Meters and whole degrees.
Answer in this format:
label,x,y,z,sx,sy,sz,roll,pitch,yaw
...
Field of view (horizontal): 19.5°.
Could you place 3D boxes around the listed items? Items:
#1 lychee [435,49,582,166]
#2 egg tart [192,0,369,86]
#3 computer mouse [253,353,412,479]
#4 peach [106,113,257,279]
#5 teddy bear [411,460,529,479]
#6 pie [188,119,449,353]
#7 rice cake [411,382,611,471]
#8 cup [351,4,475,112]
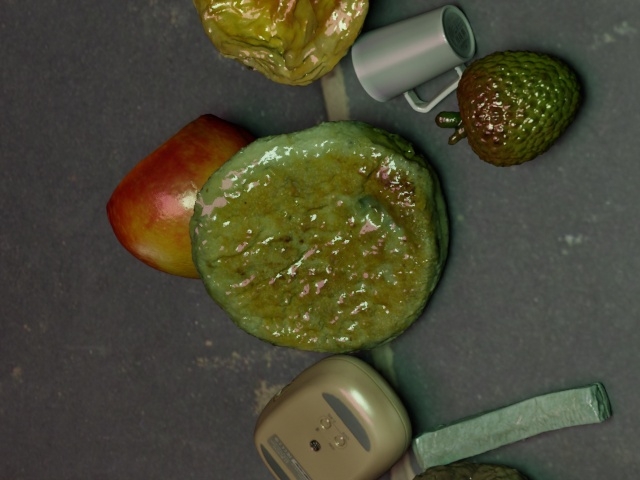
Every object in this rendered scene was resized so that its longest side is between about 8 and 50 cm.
label,x,y,z,sx,sy,sz,roll,pitch,yaw
lychee,0.185,-0.130,1.830,0.146,0.114,0.114,-22,90,18
egg tart,-0.033,-0.279,1.948,0.241,0.106,0.241,9,105,34
computer mouse,0.016,0.207,2.057,0.145,0.082,0.236,49,142,5
peach,-0.144,-0.052,2.047,0.192,0.190,0.190,28,118,33
teddy bear,0.190,0.332,1.959,0.177,0.140,0.190,27,129,55
pie,0.000,0.000,1.953,0.277,0.078,0.277,0,116,0
rice cake,0.195,0.196,1.959,0.245,0.042,0.045,-23,87,38
cup,0.102,-0.182,1.908,0.116,0.074,0.104,-19,116,33
